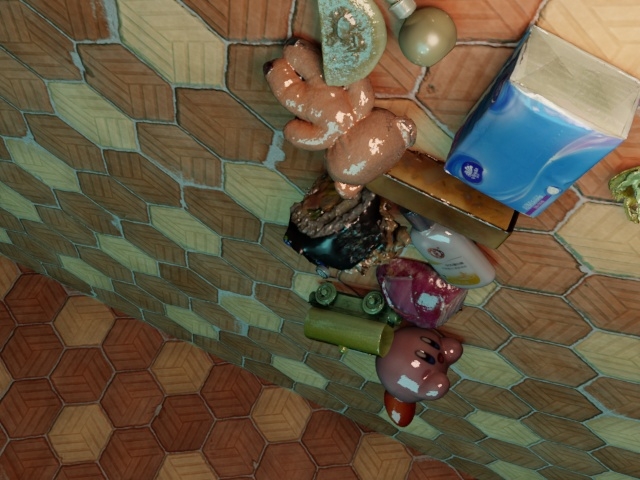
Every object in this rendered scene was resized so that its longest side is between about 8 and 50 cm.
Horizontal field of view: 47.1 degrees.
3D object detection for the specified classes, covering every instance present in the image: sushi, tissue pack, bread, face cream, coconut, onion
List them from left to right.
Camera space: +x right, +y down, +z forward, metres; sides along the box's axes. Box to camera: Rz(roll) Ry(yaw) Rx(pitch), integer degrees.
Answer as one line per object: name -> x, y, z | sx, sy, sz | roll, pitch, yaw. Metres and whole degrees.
sushi -> 0.067, -0.025, 1.614 | 0.225, 0.238, 0.219 | -29, 137, 17
bread -> 0.055, -0.337, 1.218 | 0.112, 0.036, 0.192 | 4, 134, 11
onion -> 0.248, 0.155, 1.918 | 0.248, 0.111, 0.250 | 19, 155, 11
face cream -> 0.278, 0.006, 1.654 | 0.144, 0.071, 0.291 | -2, 142, 44
tissue pack -> 0.344, -0.176, 1.174 | 0.198, 0.146, 0.263 | 28, 154, -1
coconut -> 0.569, -0.080, 1.250 | 0.158, 0.055, 0.133 | 23, 155, 9

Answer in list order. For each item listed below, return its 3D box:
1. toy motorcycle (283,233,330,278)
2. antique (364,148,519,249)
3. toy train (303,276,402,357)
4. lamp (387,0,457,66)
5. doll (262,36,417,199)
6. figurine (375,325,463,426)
toy motorcycle -> 0.000, 0.000, 1.859 | 0.169, 0.113, 0.315 | 46, 158, -15
antique -> 0.240, -0.097, 1.471 | 0.310, 0.093, 0.087 | 25, 154, 2
toy train -> 0.081, 0.222, 2.093 | 0.308, 0.189, 0.126 | 10, 152, 31
lamp -> 0.139, -0.347, 1.130 | 0.163, 0.091, 0.091 | 50, 149, -12
doll -> 0.030, -0.243, 1.376 | 0.201, 0.156, 0.303 | -39, 94, 20
figurine -> 0.261, 0.368, 2.159 | 0.211, 0.269, 0.261 | 33, 145, -2
